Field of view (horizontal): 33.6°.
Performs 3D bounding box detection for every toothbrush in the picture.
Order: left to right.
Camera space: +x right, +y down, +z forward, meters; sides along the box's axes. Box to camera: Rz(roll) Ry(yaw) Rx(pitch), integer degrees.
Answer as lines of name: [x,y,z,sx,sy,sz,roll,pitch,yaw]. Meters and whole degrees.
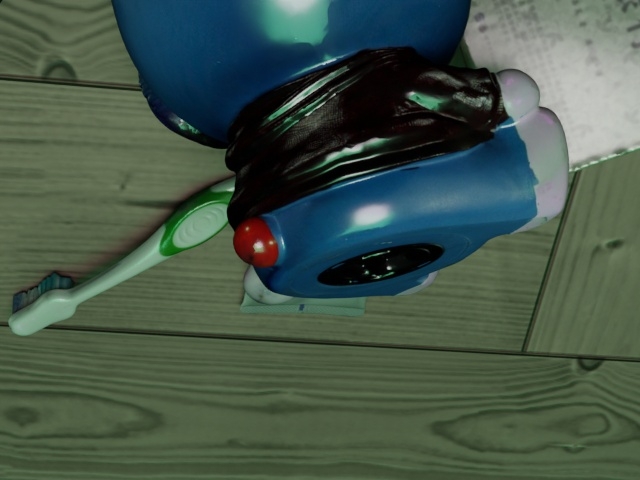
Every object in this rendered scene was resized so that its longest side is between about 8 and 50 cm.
toothbrush: [-0.090,-0.022,0.880,0.418,0.040,0.042,-27,132,15]

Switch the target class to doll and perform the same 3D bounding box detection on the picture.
doll: [-0.004,-0.127,0.668,0.240,0.310,0.284,0,160,-45]

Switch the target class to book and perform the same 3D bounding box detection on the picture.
book: [0.244,-0.183,0.724,0.310,0.021,0.217,-19,95,11]

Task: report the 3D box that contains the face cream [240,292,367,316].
face cream: [0.000,0.000,0.881,0.114,0.070,0.224,3,145,-9]
